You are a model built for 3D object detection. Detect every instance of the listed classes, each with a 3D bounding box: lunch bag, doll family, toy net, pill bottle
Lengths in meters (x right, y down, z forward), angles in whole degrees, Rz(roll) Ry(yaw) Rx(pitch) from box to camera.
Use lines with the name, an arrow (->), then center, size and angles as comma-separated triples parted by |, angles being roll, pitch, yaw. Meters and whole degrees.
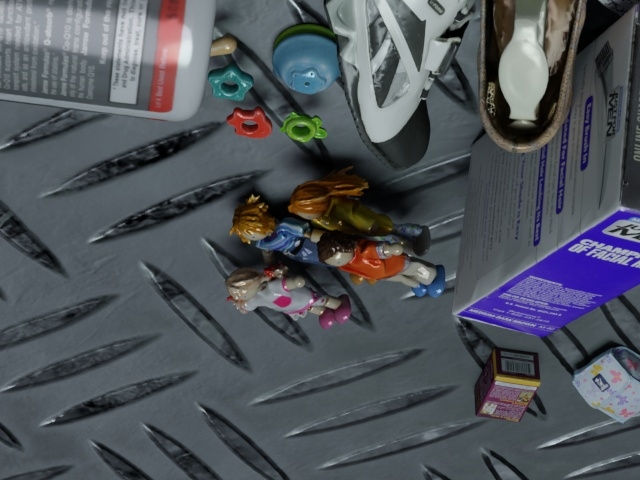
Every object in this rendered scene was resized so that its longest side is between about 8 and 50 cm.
lunch bag -> 0.336, 0.161, 1.937 | 0.083, 0.053, 0.071 | 33, 130, -20
doll family -> 0.000, 0.000, 1.725 | 0.163, 0.118, 0.263 | 20, 155, -30
toy net -> -0.097, -0.157, 1.572 | 0.232, 0.045, 0.122 | 10, 141, -8
pill bottle -> -0.266, -0.218, 1.369 | 0.363, 0.210, 0.210 | 7, 140, -7

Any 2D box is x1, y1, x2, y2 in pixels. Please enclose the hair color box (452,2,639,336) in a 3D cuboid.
hair color box -> 0.235, -0.049, 1.504 | 0.110, 0.185, 0.339 | 13, 160, -13

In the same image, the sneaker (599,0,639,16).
sneaker -> 0.353, -0.213, 1.433 | 0.270, 0.090, 0.145 | 12, -179, -19

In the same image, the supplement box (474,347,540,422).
supplement box -> 0.213, 0.166, 1.950 | 0.055, 0.043, 0.083 | 9, 139, -10

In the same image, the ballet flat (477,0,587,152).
ballet flat -> 0.174, -0.213, 1.360 | 0.108, 0.106, 0.316 | 4, 116, 14

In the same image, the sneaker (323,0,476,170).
sneaker -> 0.083, -0.190, 1.463 | 0.146, 0.122, 0.330 | -9, 137, 8
